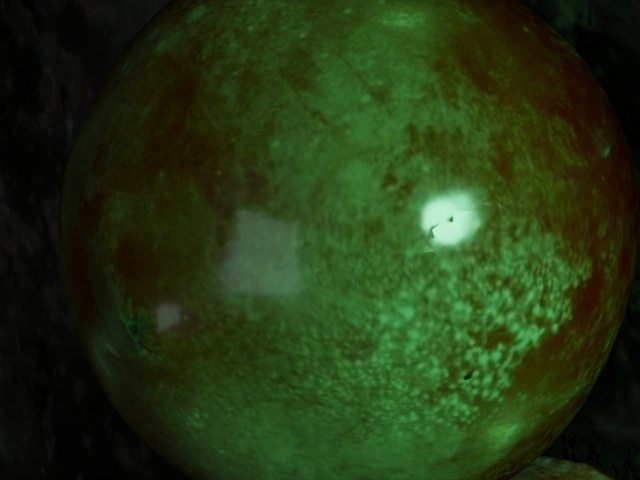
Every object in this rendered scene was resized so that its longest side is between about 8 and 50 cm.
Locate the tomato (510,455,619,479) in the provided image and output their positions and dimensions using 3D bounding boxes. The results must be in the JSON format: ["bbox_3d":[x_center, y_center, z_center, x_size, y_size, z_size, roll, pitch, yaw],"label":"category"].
[{"bbox_3d":[0.081,0.214,0.805,0.233,0.139,0.200,-15,93,52],"label":"tomato"}]

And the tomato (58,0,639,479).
[{"bbox_3d":[0.000,0.000,0.764,0.270,0.222,0.270,26,126,44],"label":"tomato"}]
